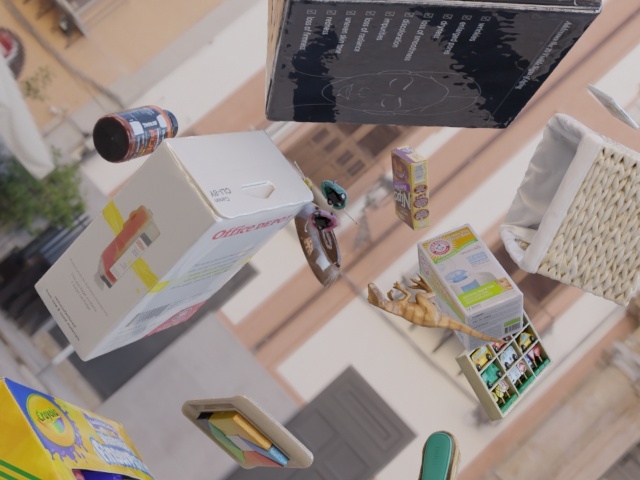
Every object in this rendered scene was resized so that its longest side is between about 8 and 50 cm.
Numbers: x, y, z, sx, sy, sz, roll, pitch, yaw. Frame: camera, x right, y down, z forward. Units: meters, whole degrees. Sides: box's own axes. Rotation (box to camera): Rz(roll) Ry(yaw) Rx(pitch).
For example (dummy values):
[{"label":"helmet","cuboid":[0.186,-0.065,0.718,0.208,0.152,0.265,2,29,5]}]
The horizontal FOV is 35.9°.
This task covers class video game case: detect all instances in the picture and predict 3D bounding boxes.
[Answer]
[{"label":"video game case","cuboid":[0.643,-0.294,2.175,0.122,0.011,0.087,34,11,-37]}]

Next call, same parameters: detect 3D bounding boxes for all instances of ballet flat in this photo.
[{"label":"ballet flat","cuboid":[0.182,0.420,1.573,0.080,0.232,0.073,6,-30,29]}]

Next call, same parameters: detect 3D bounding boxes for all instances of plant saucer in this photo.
[{"label":"plant saucer","cuboid":[0.000,0.000,2.059,0.198,0.036,0.199,-20,90,-75]}]

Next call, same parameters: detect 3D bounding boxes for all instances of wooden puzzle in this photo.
[{"label":"wooden puzzle","cuboid":[-0.157,0.402,2.026,0.221,0.044,0.238,46,-36,-19]}]

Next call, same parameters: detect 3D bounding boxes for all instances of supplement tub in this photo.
[{"label":"supplement tub","cuboid":[-0.388,-0.232,2.115,0.106,0.106,0.198,47,31,8]}]

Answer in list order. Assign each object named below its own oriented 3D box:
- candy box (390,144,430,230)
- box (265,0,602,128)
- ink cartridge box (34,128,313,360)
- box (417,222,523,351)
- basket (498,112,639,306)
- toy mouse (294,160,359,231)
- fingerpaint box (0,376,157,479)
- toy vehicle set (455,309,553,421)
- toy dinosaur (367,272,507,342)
[{"label":"candy box","cuboid":[0.226,-0.132,2.483,0.109,0.053,0.187,-134,-149,-57]},{"label":"box","cuboid":[0.156,-0.410,1.677,0.480,0.471,0.297,116,-24,-73]},{"label":"ink cartridge box","cuboid":[-0.236,0.000,1.617,0.160,0.384,0.279,54,30,11]},{"label":"box","cuboid":[0.268,0.082,1.793,0.103,0.114,0.203,79,-13,-45]},{"label":"basket","cuboid":[0.599,-0.076,2.208,0.266,0.331,0.328,21,14,-5]},{"label":"toy mouse","cuboid":[0.013,-0.066,1.825,0.143,0.031,0.161,23,-46,16]},{"label":"fingerpaint box","cuboid":[-0.270,0.387,1.202,0.371,0.163,0.445,52,-6,18]},{"label":"toy vehicle set","cuboid":[0.425,0.275,2.267,0.035,0.267,0.166,-28,-86,45]},{"label":"toy dinosaur","cuboid":[0.162,0.111,1.461,0.211,0.064,0.112,17,29,-5]}]
